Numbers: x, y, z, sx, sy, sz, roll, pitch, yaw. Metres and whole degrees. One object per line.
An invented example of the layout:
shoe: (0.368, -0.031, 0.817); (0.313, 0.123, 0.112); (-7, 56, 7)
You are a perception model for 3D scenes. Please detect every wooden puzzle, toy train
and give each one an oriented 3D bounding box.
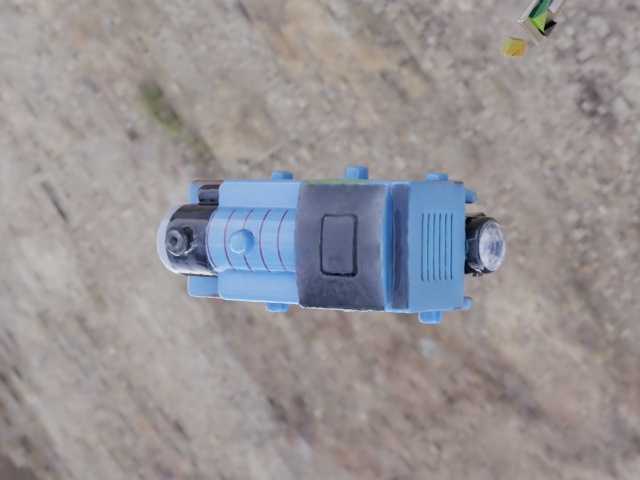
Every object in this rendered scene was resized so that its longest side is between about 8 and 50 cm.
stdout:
wooden puzzle: (0.196, -0.202, 1.354); (0.014, 0.116, 0.078); (33, -172, 22)
toy train: (0.000, 0.000, 0.806); (0.184, 0.105, 0.080); (3, 90, 34)
